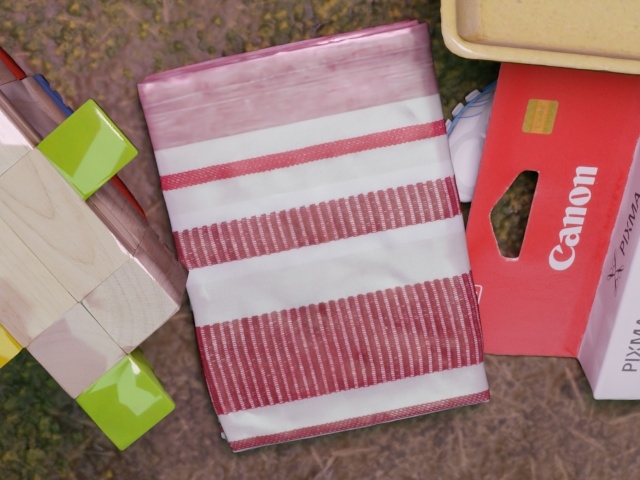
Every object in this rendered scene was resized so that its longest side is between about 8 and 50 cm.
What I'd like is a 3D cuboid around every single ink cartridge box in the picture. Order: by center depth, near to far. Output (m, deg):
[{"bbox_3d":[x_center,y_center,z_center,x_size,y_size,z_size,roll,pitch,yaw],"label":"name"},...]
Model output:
[{"bbox_3d":[0.254,-0.003,1.235,0.261,0.066,0.296,2,123,-10],"label":"ink cartridge box"}]

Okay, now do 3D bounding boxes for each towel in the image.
[{"bbox_3d":[0.000,0.000,1.242,0.237,0.037,0.329,-11,105,2],"label":"towel"}]

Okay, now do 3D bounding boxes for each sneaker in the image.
[{"bbox_3d":[0.167,-0.108,1.237,0.071,0.083,0.190,36,96,-16],"label":"sneaker"}]

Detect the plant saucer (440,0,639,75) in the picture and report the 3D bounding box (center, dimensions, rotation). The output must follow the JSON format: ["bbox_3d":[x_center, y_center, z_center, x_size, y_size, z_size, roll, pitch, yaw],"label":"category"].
[{"bbox_3d":[0.240,-0.257,1.158,0.333,0.081,0.332,5,69,-11],"label":"plant saucer"}]

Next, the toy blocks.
[{"bbox_3d":[-0.227,-0.050,1.107,0.191,0.261,0.381,-40,98,3],"label":"toy blocks"}]
